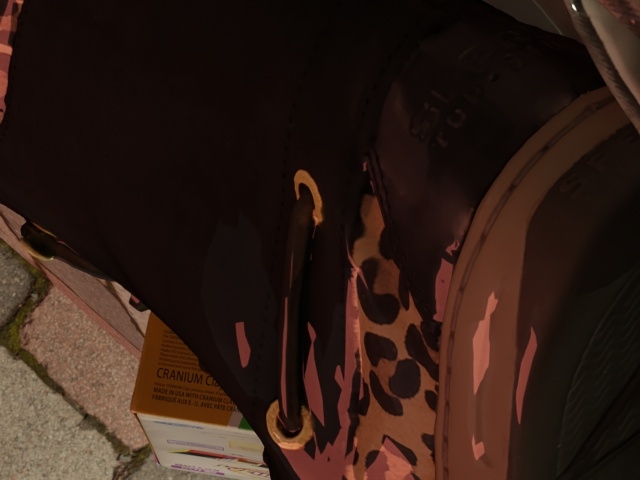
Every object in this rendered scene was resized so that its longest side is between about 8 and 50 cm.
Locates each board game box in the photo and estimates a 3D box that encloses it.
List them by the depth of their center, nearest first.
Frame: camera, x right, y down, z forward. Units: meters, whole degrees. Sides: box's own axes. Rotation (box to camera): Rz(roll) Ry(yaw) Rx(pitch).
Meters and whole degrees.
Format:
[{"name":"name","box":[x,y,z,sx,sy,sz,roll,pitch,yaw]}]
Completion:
[{"name":"board game box","box":[0.007,0.121,1.249,0.242,0.064,0.316,9,168,-1]}]

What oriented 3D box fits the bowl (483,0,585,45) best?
[{"name":"bowl","box":[0.033,-0.113,0.604,0.142,0.053,0.142,45,169,-13]}]

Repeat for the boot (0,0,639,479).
[{"name":"boot","box":[-0.011,0.038,0.646,0.284,0.138,0.377,41,147,29]}]

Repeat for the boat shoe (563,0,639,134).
[{"name":"boat shoe","box":[0.153,0.042,0.456,0.335,0.119,0.121,59,175,-20]}]
